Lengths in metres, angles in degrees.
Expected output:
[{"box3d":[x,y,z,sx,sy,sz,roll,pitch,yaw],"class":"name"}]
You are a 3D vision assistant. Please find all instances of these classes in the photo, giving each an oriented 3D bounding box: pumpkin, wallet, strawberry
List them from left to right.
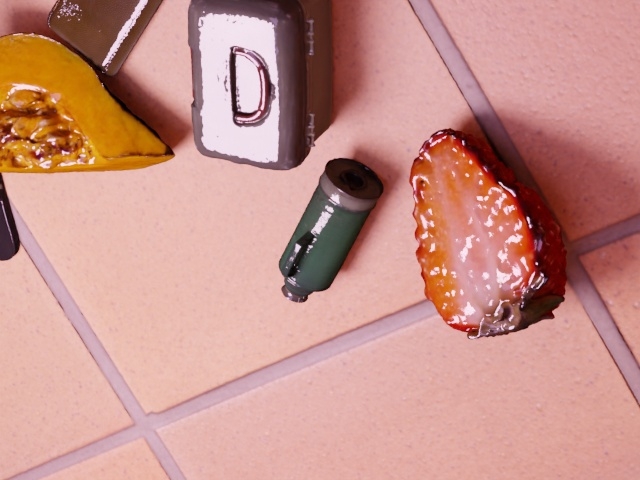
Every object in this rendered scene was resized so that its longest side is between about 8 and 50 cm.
[{"box3d":[-0.312,-0.164,2.143,0.278,0.111,0.163,-2,83,0],"class":"pumpkin"},{"box3d":[-0.237,-0.295,2.073,0.110,0.031,0.198,41,125,4],"class":"wallet"},{"box3d":[0.194,-0.013,1.957,0.190,0.111,0.236,-31,74,45],"class":"strawberry"}]

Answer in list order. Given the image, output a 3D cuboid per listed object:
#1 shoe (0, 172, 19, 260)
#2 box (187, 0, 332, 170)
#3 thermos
[{"box3d":[-0.442,-0.050,2.286,0.071,0.049,0.179,-7,110,29],"class":"shoe"},{"box3d":[-0.063,-0.192,1.974,0.148,0.129,0.210,11,117,23],"class":"box"},{"box3d":[0.004,0.000,2.064,0.073,0.083,0.188,20,126,-9],"class":"thermos"}]
